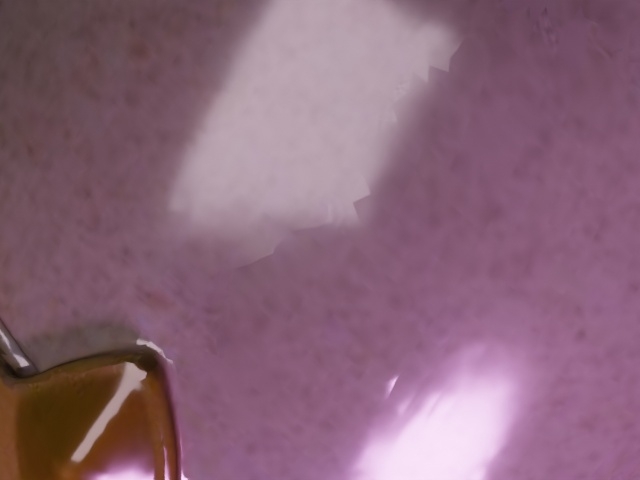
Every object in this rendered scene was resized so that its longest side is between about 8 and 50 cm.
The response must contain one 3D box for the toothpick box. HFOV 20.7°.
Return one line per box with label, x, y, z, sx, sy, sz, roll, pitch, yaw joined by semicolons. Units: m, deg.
toothpick box;0.000;0.000;0.729;0.409;0.409;0.425;41;109;18
